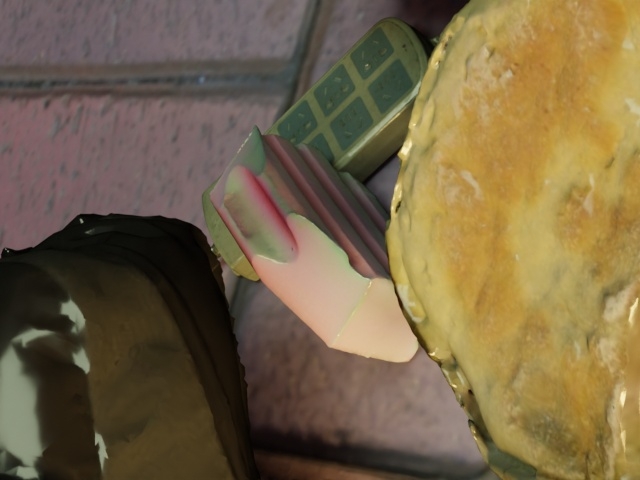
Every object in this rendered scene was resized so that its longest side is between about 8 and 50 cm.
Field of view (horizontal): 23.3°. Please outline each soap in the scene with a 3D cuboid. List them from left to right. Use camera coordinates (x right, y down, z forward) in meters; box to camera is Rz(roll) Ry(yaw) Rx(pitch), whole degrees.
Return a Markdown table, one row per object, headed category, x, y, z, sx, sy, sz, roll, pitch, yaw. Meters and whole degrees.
| category | x | y | z | sx | sy | sz | roll | pitch | yaw |
| --- | --- | --- | --- | --- | --- | --- | --- | --- | --- |
| soap | 0.000 | 0.000 | 0.932 | 0.056 | 0.100 | 0.149 | -53 | 47 | 19 |

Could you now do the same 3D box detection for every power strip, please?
| category | x | y | z | sx | sy | sz | roll | pitch | yaw |
| --- | --- | --- | --- | --- | --- | --- | --- | --- | --- |
| power strip | -0.005 | -0.056 | 1.021 | 0.227 | 0.029 | 0.080 | -43 | 47 | 18 |

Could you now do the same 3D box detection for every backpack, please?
| category | x | y | z | sx | sy | sz | roll | pitch | yaw |
| --- | --- | --- | --- | --- | --- | --- | --- | --- | --- |
| backpack | -0.141 | 0.199 | 0.864 | 0.363 | 0.254 | 0.446 | -16 | 73 | 37 |

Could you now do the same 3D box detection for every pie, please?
| category | x | y | z | sx | sy | sz | roll | pitch | yaw |
| --- | --- | --- | --- | --- | --- | --- | --- | --- | --- |
| pie | 0.151 | -0.014 | 0.748 | 0.337 | 0.075 | 0.338 | 8 | 100 | 51 |
